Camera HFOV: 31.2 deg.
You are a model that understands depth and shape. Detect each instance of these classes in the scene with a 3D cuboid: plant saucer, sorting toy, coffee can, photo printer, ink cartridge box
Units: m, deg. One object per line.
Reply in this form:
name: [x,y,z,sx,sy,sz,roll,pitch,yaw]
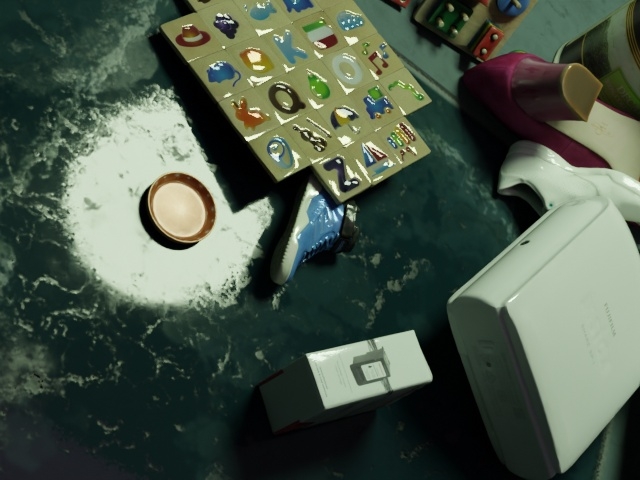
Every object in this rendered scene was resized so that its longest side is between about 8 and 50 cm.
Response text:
plant saucer: [-0.153,-0.035,1.252,0.083,0.013,0.084,13,64,-29]
sorting toy: [0.210,-0.320,1.543,0.274,0.132,0.046,28,23,-21]
coffee can: [0.496,-0.261,1.622,0.201,0.275,0.202,14,63,-29]
photo printer: [0.303,0.104,1.404,0.307,0.107,0.256,-35,113,-39]
ink cartridge box: [0.027,0.153,1.232,0.150,0.109,0.063,-9,72,-37]

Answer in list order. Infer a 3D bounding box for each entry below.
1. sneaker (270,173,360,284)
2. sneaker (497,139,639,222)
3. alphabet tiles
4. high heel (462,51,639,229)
sneaker: [0.000,-0.001,1.312,0.084,0.058,0.152,28,50,-12]
sneaker: [0.337,-0.053,1.526,0.212,0.080,0.094,21,61,14]
alphabet tiles: [-0.023,-0.210,1.384,0.285,0.011,0.342,-31,80,-39]
high heel: [0.361,-0.138,1.614,0.377,0.181,0.127,46,69,-37]
